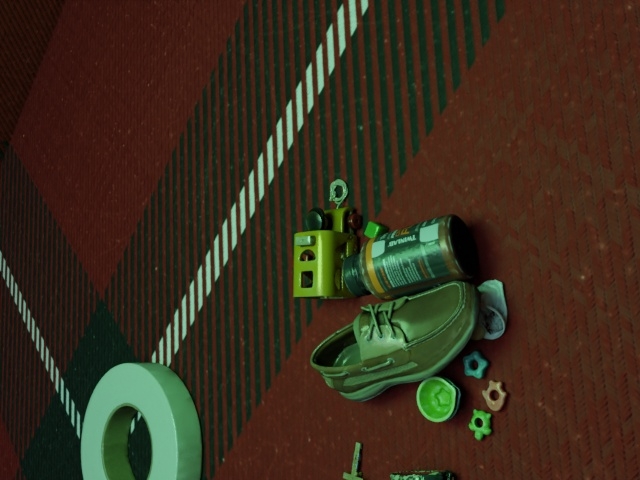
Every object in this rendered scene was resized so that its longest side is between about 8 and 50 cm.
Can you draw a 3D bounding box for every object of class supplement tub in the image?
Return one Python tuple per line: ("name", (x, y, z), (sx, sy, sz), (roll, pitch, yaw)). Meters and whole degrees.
("supplement tub", (0.134, 0.033, 1.105), (0.198, 0.106, 0.106), (-18, 72, 30))

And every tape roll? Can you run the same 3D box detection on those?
("tape roll", (-0.409, 0.470, 1.591), (0.392, 0.072, 0.392), (-6, 81, 42))

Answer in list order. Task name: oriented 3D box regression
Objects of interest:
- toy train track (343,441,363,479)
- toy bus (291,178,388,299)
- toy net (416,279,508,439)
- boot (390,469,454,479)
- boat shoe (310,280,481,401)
("toy train track", (0.062, 0.386, 1.206), (0.048, 0.014, 0.083), (0, 78, 50))
("toy bus", (0.004, 0.011, 1.248), (0.202, 0.104, 0.191), (50, 117, 35))
("toy net", (0.230, 0.173, 1.056), (0.122, 0.045, 0.232), (25, 101, 43))
("boot", (0.194, 0.429, 1.028), (0.236, 0.085, 0.178), (-14, 73, 41))
("boat shoe", (0.105, 0.153, 1.093), (0.324, 0.116, 0.123), (-40, 30, 36))
